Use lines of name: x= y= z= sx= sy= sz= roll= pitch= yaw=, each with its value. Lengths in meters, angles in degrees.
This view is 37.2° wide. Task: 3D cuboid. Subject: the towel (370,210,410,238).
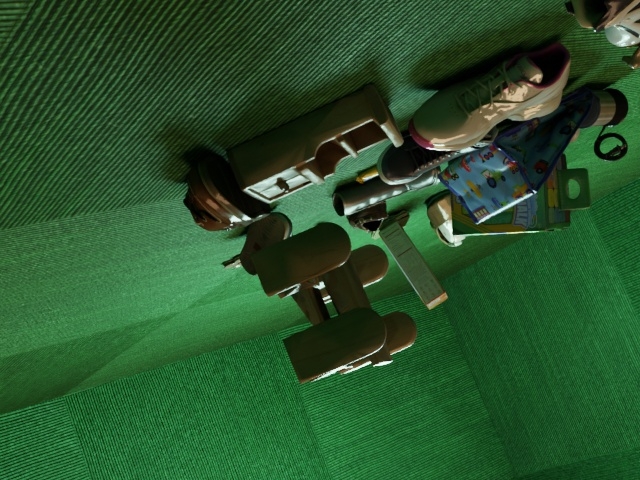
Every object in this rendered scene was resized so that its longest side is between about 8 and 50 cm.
towel: x=0.187 y=-0.043 z=2.578 sx=0.110 sy=0.027 sz=0.148 roll=-22 pitch=168 yaw=-3

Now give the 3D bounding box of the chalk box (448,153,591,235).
chalk box: x=0.457 y=-0.106 z=2.147 sx=0.289 sy=0.180 sz=0.179 roll=-4 pitch=180 yaw=31

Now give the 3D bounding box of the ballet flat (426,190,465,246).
ballet flat: x=0.359 y=-0.047 z=2.638 sx=0.116 sy=0.124 sz=0.342 roll=-22 pitch=169 yaw=0

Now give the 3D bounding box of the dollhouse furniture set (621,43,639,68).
dollhouse furniture set: x=0.664 y=-0.397 z=1.654 sx=0.302 sy=0.151 sz=0.197 roll=3 pitch=138 yaw=-25

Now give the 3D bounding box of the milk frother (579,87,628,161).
milk frother: x=0.591 y=-0.244 z=2.022 sx=0.135 sy=0.143 sz=0.129 roll=-11 pitch=147 yaw=-46

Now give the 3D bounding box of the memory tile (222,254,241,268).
memory tile: x=-0.161 y=0.039 z=2.332 sx=0.113 sy=0.012 sz=0.148 roll=-28 pitch=168 yaw=33

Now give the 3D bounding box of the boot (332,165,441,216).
boot: x=0.137 y=-0.118 z=2.015 sx=0.209 sy=0.076 sz=0.189 roll=-12 pitch=165 yaw=-14

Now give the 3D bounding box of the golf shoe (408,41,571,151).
golf shoe: x=0.283 y=-0.246 z=1.575 sx=0.306 sy=0.115 sz=0.140 roll=-25 pitch=161 yaw=-20

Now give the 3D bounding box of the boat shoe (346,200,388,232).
boat shoe: x=0.112 y=-0.054 z=2.253 sx=0.073 sy=0.073 sz=0.207 roll=-21 pitch=171 yaw=-11

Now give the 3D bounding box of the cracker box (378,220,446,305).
cracker box: x=0.248 y=0.067 z=2.535 sx=0.067 sy=0.232 sz=0.156 roll=-33 pitch=167 yaw=4

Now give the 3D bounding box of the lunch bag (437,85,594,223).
lunch bag: x=0.417 y=-0.193 z=1.921 sx=0.293 sy=0.138 sz=0.221 roll=-41 pitch=-177 yaw=-27

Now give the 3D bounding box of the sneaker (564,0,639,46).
sneaker: x=0.409 y=-0.337 z=1.358 sx=0.153 sy=0.094 sz=0.235 roll=-19 pitch=169 yaw=-7

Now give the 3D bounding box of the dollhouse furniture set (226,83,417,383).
dollhouse furniture set: x=0.056 y=-0.002 z=1.506 sx=0.256 sy=0.394 sz=0.362 roll=-24 pitch=169 yaw=10

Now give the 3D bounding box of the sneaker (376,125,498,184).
sneaker: x=0.222 y=-0.180 z=1.754 sx=0.226 sy=0.086 sz=0.163 roll=-26 pitch=-179 yaw=-22

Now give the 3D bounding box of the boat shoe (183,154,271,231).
boat shoe: x=-0.166 y=-0.058 z=1.555 sx=0.104 sy=0.110 sz=0.307 roll=-24 pitch=169 yaw=8

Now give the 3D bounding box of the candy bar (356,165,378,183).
candy bar: x=0.148 y=-0.156 z=1.952 sx=0.161 sy=0.018 sz=0.040 roll=-24 pitch=169 yaw=9

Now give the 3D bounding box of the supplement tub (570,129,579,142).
supplement tub: x=0.513 y=-0.241 z=2.117 sx=0.107 sy=0.071 sz=0.071 roll=-17 pitch=168 yaw=-27

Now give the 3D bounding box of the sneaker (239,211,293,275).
sneaker: x=-0.095 y=-0.017 z=2.060 sx=0.118 sy=0.083 sz=0.222 roll=-37 pitch=173 yaw=-35
